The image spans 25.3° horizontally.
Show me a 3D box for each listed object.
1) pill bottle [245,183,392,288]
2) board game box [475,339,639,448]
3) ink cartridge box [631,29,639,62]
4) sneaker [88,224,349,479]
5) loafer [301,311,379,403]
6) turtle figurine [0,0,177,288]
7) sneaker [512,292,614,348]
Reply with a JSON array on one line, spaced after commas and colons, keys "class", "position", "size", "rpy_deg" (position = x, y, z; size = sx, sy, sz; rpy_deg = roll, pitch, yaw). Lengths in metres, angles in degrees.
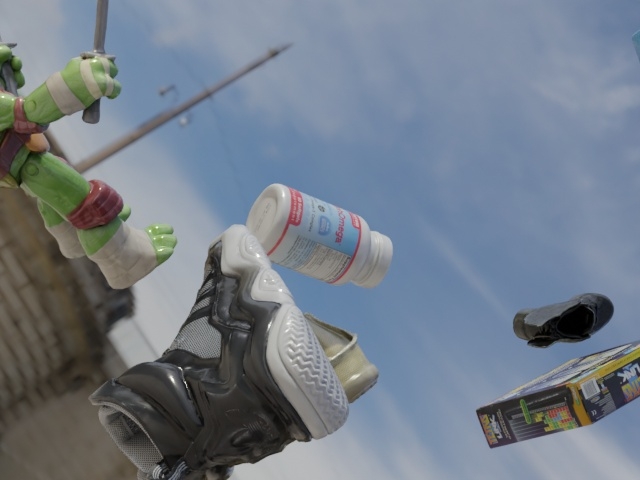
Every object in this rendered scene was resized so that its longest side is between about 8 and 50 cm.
[{"class": "pill bottle", "position": [0.000, 0.000, 1.640], "size": [0.160, 0.087, 0.087], "rpy_deg": [21, -5, -27]}, {"class": "board game box", "position": [0.267, 0.155, 1.472], "size": [0.141, 0.170, 0.048], "rpy_deg": [-26, -95, 48]}, {"class": "ink cartridge box", "position": [0.265, -0.109, 0.834], "size": [0.180, 0.060, 0.104], "rpy_deg": [145, -71, -69]}, {"class": "sneaker", "position": [-0.083, 0.081, 0.981], "size": [0.101, 0.153, 0.268], "rpy_deg": [62, -3, -22]}, {"class": "loafer", "position": [-0.046, 0.094, 1.199], "size": [0.268, 0.102, 0.092], "rpy_deg": [4, -54, 62]}, {"class": "turtle figurine", "position": [-0.209, -0.111, 1.160], "size": [0.197, 0.275, 0.266], "rpy_deg": [-9, -47, 29]}, {"class": "sneaker", "position": [0.287, 0.092, 1.617], "size": [0.089, 0.170, 0.051], "rpy_deg": [-3, -86, 60]}]
